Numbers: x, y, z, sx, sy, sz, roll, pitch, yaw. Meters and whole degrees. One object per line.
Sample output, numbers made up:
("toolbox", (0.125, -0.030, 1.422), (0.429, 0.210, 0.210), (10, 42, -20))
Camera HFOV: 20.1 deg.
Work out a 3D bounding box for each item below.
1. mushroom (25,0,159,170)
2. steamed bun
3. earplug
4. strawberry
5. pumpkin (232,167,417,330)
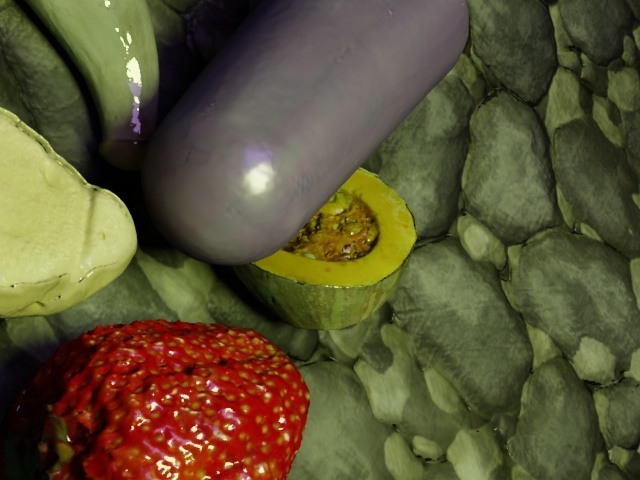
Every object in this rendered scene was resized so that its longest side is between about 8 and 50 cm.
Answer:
("mushroom", (-0.215, -0.204, 1.795), (0.118, 0.103, 0.270), (-36, 105, -46))
("steamed bun", (-0.276, -0.001, 1.641), (0.212, 0.110, 0.231), (23, 45, -33))
("earplug", (-0.027, -0.142, 1.843), (0.215, 0.215, 0.456), (53, 42, -14))
("strawberry", (-0.134, 0.188, 1.605), (0.288, 0.238, 0.250), (-25, 103, -22))
("pumpkin", (-0.008, 0.014, 1.883), (0.217, 0.217, 0.110), (-37, 141, -45))
